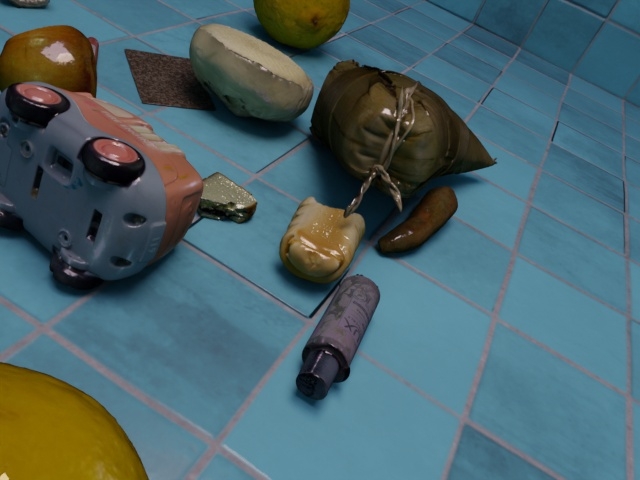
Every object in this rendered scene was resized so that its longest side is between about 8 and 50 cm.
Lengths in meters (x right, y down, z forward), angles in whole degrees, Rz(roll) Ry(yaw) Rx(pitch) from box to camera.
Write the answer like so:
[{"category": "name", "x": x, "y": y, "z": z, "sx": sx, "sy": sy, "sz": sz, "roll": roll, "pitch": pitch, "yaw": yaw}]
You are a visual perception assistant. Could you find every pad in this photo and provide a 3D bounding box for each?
[{"category": "pad", "x": -0.328, "y": -0.351, "z": 1.250, "sx": 0.158, "sy": 0.003, "sz": 0.235, "roll": -1, "pitch": 42, "yaw": -30}]

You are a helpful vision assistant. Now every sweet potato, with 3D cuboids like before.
[{"category": "sweet potato", "x": 0.197, "y": -0.037, "z": 1.101, "sx": 0.075, "sy": 0.075, "sz": 0.273, "roll": 35, "pitch": 42, "yaw": 15}]

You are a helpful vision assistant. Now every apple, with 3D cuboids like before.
[{"category": "apple", "x": -0.452, "y": -0.280, "z": 0.956, "sx": 0.147, "sy": 0.146, "sz": 0.163, "roll": -2, "pitch": 80, "yaw": -16}]

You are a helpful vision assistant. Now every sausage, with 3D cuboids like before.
[{"category": "sausage", "x": -0.466, "y": -0.360, "z": 1.161, "sx": 0.029, "sy": 0.029, "sz": 0.223, "roll": 7, "pitch": 39, "yaw": -23}]

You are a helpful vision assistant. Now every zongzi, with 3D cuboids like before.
[{"category": "zongzi", "x": 0.240, "y": -0.173, "z": 1.096, "sx": 0.466, "sy": 0.218, "sz": 0.500, "roll": 12, "pitch": 21, "yaw": -14}]

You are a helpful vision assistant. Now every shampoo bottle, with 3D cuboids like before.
[{"category": "shampoo bottle", "x": 0.026, "y": 0.129, "z": 0.790, "sx": 0.072, "sy": 0.072, "sz": 0.214, "roll": 28, "pitch": 36, "yaw": 5}]

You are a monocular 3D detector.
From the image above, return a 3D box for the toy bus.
[{"category": "toy bus", "x": -0.296, "y": -0.088, "z": 0.787, "sx": 0.287, "sy": 0.194, "sz": 0.232, "roll": 35, "pitch": 29, "yaw": 16}]

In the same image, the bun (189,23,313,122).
[{"category": "bun", "x": -0.153, "y": -0.345, "z": 1.226, "sx": 0.287, "sy": 0.146, "sz": 0.287, "roll": 28, "pitch": 24, "yaw": -13}]

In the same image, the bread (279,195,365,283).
[{"category": "bread", "x": 0.000, "y": 0.000, "z": 0.923, "sx": 0.119, "sy": 0.084, "sz": 0.177, "roll": 27, "pitch": 36, "yaw": 2}]

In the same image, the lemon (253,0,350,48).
[{"category": "lemon", "x": -0.053, "y": -0.673, "z": 1.592, "sx": 0.292, "sy": 0.293, "sz": 0.293, "roll": 15, "pitch": 37, "yaw": -12}]

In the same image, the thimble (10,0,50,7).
[{"category": "thimble", "x": -0.660, "y": -0.578, "z": 1.268, "sx": 0.090, "sy": 0.102, "sz": 0.115, "roll": 46, "pitch": 12, "yaw": 28}]

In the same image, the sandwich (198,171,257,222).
[{"category": "sandwich", "x": -0.161, "y": -0.066, "z": 0.956, "sx": 0.104, "sy": 0.036, "sz": 0.093, "roll": 31, "pitch": 35, "yaw": 7}]

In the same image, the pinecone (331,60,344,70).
[{"category": "pinecone", "x": 0.069, "y": -0.441, "z": 1.538, "sx": 0.083, "sy": 0.077, "sz": 0.077, "roll": 6, "pitch": 31, "yaw": 20}]

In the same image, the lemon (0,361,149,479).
[{"category": "lemon", "x": -0.248, "y": 0.215, "z": 0.350, "sx": 0.297, "sy": 0.297, "sz": 0.297, "roll": 15, "pitch": 37, "yaw": -12}]
